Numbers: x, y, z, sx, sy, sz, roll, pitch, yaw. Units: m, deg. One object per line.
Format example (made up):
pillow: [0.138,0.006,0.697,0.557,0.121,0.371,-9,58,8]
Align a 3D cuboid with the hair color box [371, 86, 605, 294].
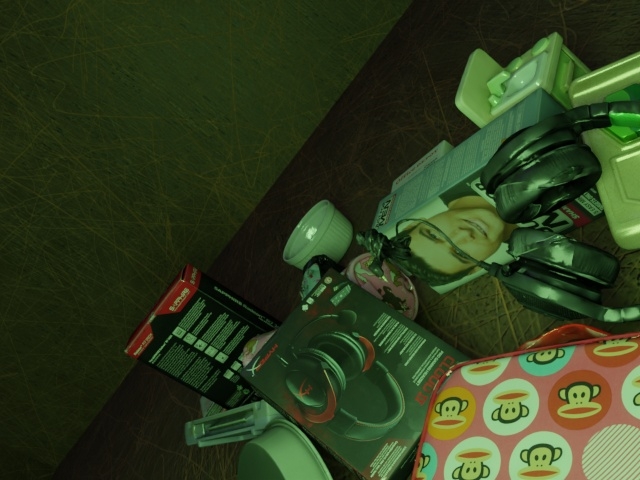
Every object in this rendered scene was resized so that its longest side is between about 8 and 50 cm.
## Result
hair color box: [0.269,-0.060,1.061,0.374,0.185,0.113,-36,26,47]

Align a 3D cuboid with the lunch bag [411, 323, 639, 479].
lunch bag: [0.242,0.201,0.657,0.293,0.120,0.258,-17,39,38]

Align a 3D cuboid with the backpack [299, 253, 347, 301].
backpack: [0.026,0.135,1.449,0.115,0.152,0.182,-50,29,33]

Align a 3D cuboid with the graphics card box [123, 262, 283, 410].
graphics card box: [-0.218,0.243,1.470,0.233,0.371,0.094,-51,18,16]

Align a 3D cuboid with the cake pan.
cake pan: [-0.045,0.406,0.927,0.293,0.054,0.293,28,123,56]

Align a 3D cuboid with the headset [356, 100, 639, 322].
headset: [0.248,-0.022,0.730,0.394,0.185,0.243,-11,78,27]

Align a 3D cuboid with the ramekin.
ramekin: [0.000,0.000,1.799,0.207,0.109,0.207,-48,18,22]

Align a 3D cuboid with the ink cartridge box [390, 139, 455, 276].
ink cartridge box: [0.223,-0.069,1.346,0.172,0.100,0.237,-39,23,40]

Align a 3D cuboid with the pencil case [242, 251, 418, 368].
pencil case: [0.010,0.171,1.233,0.386,0.160,0.167,-40,21,36]

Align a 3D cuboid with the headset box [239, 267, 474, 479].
headset box: [0.068,0.211,0.944,0.218,0.293,0.110,-48,-29,-16]

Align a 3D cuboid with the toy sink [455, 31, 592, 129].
toy sink: [0.360,-0.231,1.062,0.131,0.234,0.152,-34,26,50]

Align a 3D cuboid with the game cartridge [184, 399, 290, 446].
game cartridge: [-0.081,0.333,1.209,0.355,0.230,0.068,-32,58,52]

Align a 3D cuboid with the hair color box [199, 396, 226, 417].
hair color box: [-0.302,0.460,1.841,0.072,0.043,0.141,-55,16,-1]

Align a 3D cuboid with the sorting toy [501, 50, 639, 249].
sorting toy: [0.378,-0.111,0.771,0.307,0.041,0.229,-21,70,30]
